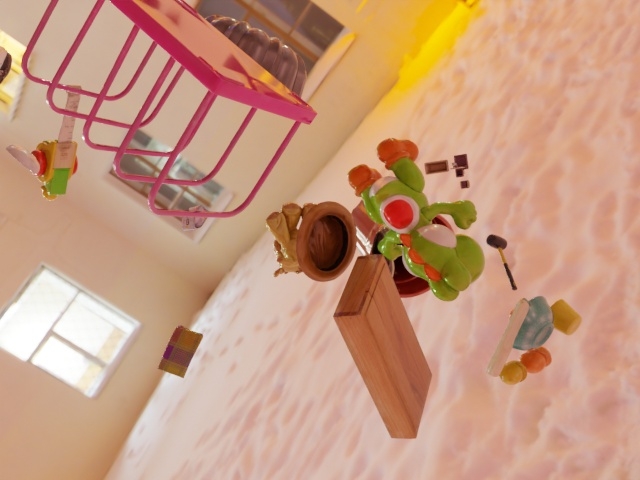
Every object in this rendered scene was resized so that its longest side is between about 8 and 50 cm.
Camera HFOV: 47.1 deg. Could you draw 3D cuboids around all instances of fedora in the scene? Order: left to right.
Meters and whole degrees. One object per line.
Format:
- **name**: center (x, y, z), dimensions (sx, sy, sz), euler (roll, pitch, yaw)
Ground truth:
- **fedora**: center (0.000, 0.000, 1.752), dimensions (0.079, 0.194, 0.194), euler (15, 68, 54)

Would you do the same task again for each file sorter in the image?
- **file sorter**: center (-0.197, -0.182, 0.910), dimensions (0.182, 0.290, 0.202), euler (-55, -24, 17)

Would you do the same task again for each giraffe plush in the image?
- **giraffe plush**: center (-0.070, 0.018, 2.016), dimensions (0.170, 0.181, 0.210), euler (124, 141, -64)

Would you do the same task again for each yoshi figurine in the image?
- **yoshi figurine**: center (0.216, -0.029, 1.526), dimensions (0.203, 0.362, 0.204), euler (-20, -29, -15)

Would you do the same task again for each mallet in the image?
- **mallet**: center (0.529, 0.060, 2.131), dimensions (0.039, 0.062, 0.190), euler (-42, 37, 35)

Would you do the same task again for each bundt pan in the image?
- **bundt pan**: center (-0.174, -0.444, 1.809), dimensions (0.124, 0.330, 0.331), euler (-64, 10, 0)

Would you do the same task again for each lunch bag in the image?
- **lunch bag**: center (-0.409, -0.070, 2.377), dimensions (0.071, 0.053, 0.083), euler (-7, 49, 47)

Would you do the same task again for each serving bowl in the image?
- **serving bowl**: center (-0.643, -0.181, 1.598), dimensions (0.027, 0.083, 0.083), euler (-48, 9, -7)

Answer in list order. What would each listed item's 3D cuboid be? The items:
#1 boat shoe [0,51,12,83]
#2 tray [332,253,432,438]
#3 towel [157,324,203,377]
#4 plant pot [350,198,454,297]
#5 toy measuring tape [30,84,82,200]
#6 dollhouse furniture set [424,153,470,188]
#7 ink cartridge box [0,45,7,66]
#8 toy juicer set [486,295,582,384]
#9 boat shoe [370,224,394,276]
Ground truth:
- **boat shoe**: center (-0.764, -0.387, 1.718), dimensions (0.125, 0.046, 0.038), euler (-54, 26, 1)
- **tray**: center (0.159, 0.255, 1.727), dimensions (0.076, 0.411, 0.203), euler (-5, 37, 27)
- **towel**: center (-0.237, 0.188, 1.248), dimensions (0.083, 0.060, 0.009), euler (-67, -30, -17)
- **plant pot**: center (0.220, -0.010, 2.186), dimensions (0.272, 0.272, 0.265), euler (-54, 29, 8)
- **toy measuring tape**: center (-0.680, -0.258, 1.891), dimensions (0.121, 0.121, 0.330), euler (-79, 7, -66)
- **dollhouse furniture set**: center (0.322, -0.173, 1.910), dimensions (0.114, 0.091, 0.081), euler (-6, 3, 26)
- **ink cartridge box**: center (-0.625, -0.283, 1.054), dimensions (0.114, 0.272, 0.197), euler (-62, 14, 13)
- **toy juicer set**: center (0.423, 0.209, 1.569), dimensions (0.089, 0.329, 0.209), euler (40, 107, 36)
- **boat shoe**: center (0.141, 0.039, 1.726), dimensions (0.049, 0.056, 0.152), euler (-26, -59, -50)
